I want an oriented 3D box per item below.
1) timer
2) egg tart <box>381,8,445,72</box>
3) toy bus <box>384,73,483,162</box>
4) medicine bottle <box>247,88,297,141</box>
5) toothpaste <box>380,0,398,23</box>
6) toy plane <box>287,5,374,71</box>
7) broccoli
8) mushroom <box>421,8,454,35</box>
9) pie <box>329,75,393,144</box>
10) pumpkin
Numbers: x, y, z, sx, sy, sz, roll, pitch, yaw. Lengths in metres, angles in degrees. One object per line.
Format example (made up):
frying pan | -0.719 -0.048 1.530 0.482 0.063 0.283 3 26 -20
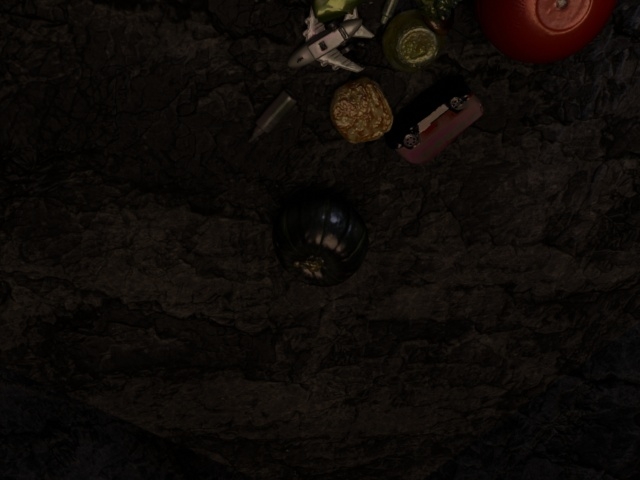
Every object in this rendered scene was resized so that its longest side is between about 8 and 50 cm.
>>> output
timer | 0.606 -0.670 1.843 0.377 0.279 0.378 -3 124 -5
egg tart | 0.270 -0.569 1.979 0.197 0.078 0.197 -3 125 -4
toy bus | 0.349 -0.366 2.103 0.302 0.128 0.147 -39 125 18
medicine bottle | -0.154 -0.368 2.060 0.057 0.058 0.199 35 112 -28
toothpaste | 0.213 -0.700 1.907 0.048 0.029 0.197 13 118 -20
toy plane | 0.015 -0.561 1.927 0.255 0.101 0.251 -29 112 11
broccoli | 0.196 -0.675 1.773 0.397 0.353 0.275 -54 161 7
mushroom | 0.335 -0.638 1.923 0.123 0.123 0.052 28 155 -26
pie | 0.120 -0.391 2.074 0.178 0.084 0.205 -28 123 9
pumpkin | 0.000 0.000 2.232 0.323 0.241 0.323 3 135 3
